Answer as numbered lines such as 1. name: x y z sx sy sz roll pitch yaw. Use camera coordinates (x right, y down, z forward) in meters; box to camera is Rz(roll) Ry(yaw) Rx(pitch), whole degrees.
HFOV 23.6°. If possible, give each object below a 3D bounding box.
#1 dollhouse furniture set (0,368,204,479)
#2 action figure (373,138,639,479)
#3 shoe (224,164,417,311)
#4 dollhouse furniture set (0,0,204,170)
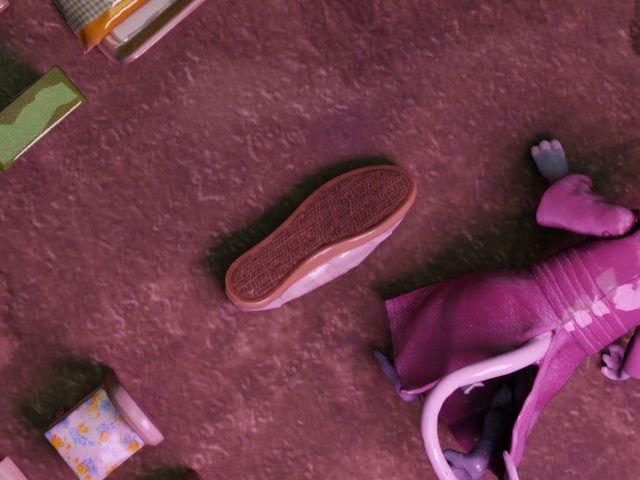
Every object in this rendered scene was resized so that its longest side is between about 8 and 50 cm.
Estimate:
1. dollhouse furniture set: -0.310 0.249 1.341 0.362 0.256 0.394 -39 98 -7
2. action figure: 0.226 0.052 1.438 0.370 0.276 0.248 -36 92 7
3. shoe: 0.000 0.000 1.496 0.219 0.058 0.076 -33 66 -12
4. dollhouse furniture set: -0.240 -0.233 1.389 0.301 0.151 0.197 -42 98 -7
